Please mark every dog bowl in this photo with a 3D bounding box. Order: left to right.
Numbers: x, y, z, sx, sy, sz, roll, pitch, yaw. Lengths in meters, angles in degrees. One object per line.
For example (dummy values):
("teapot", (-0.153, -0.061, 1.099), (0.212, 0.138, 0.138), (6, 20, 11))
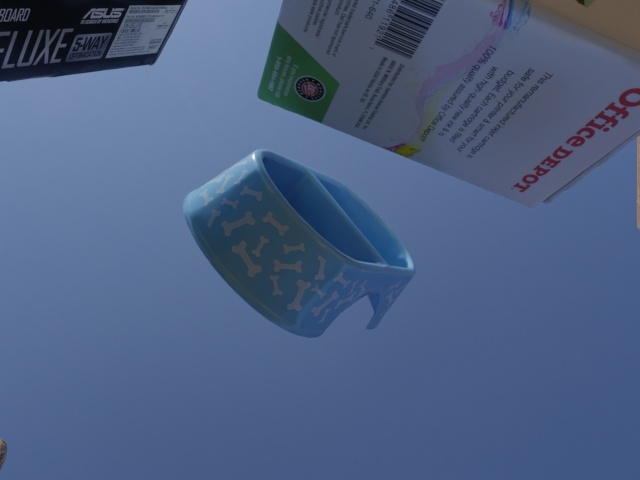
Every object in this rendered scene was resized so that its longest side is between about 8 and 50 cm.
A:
("dog bowl", (0.000, 0.000, 0.591), (0.074, 0.297, 0.166), (-44, -110, 15))

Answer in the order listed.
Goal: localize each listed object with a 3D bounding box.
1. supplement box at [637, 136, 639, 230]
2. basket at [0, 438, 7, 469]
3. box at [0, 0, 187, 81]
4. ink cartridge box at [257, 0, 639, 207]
("supplement box", (0.417, -0.097, 0.727), (0.078, 0.080, 0.233), (-11, -59, 10))
("basket", (-0.410, 0.299, 0.572), (0.223, 0.213, 0.299), (37, -81, 28))
("box", (-0.263, -0.196, 0.374), (0.242, 0.307, 0.076), (43, -59, 6))
("ink cartridge box", (0.110, -0.158, 0.495), (0.278, 0.201, 0.117), (20, -115, -6))
